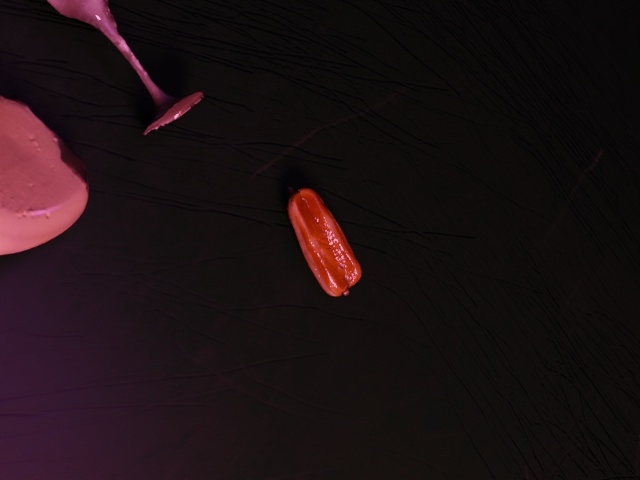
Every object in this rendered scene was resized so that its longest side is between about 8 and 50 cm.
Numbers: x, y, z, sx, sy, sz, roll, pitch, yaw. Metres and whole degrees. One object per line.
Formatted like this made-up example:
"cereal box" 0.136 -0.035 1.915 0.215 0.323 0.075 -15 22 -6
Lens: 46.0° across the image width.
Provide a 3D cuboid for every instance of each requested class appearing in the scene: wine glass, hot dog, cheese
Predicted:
"wine glass" -0.213 -0.220 0.688 0.074 0.074 0.262 -44 103 -34
"hot dog" 0.000 0.000 0.801 0.056 0.041 0.133 -34 104 -28
"cheese" -0.254 -0.023 0.540 0.127 0.054 0.251 46 23 -17
